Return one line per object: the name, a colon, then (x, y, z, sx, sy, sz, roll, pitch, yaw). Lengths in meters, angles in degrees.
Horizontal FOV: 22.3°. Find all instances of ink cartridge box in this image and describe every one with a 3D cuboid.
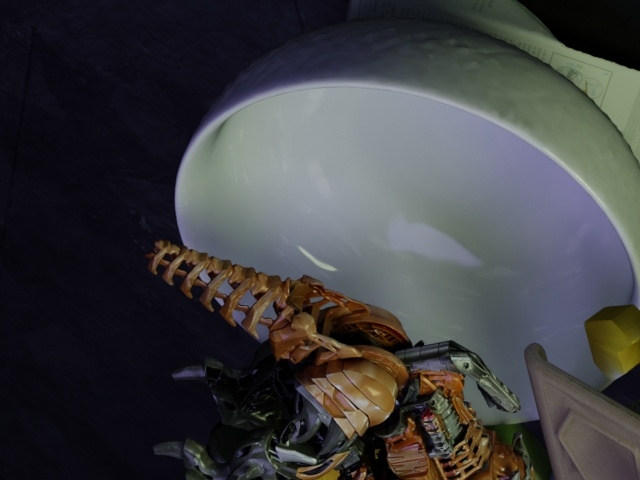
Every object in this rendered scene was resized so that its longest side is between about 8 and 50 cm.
ink cartridge box: (0.124, -0.098, 1.197, 0.232, 0.066, 0.189, 16, 137, 5)

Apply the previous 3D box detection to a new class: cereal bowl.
cereal bowl: (0.077, -0.027, 1.138, 0.339, 0.141, 0.339, 16, 141, 14)

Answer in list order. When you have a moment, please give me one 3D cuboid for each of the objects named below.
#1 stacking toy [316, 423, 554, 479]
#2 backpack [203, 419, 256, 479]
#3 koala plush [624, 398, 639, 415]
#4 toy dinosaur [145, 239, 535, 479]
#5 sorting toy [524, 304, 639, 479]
stacking toy: (0.162, 0.190, 1.363, 0.309, 0.130, 0.279, 32, 149, -6)
backpack: (-0.062, 0.263, 1.621, 0.152, 0.115, 0.182, 42, 143, 17)
koala plush: (0.329, 0.146, 1.129, 0.203, 0.221, 0.196, 29, 148, 55)
toy dinosaur: (0.009, 0.106, 1.138, 0.218, 0.164, 0.322, -33, 96, 32)
sorting toy: (0.206, 0.159, 1.038, 0.229, 0.041, 0.307, 36, 153, 46)
